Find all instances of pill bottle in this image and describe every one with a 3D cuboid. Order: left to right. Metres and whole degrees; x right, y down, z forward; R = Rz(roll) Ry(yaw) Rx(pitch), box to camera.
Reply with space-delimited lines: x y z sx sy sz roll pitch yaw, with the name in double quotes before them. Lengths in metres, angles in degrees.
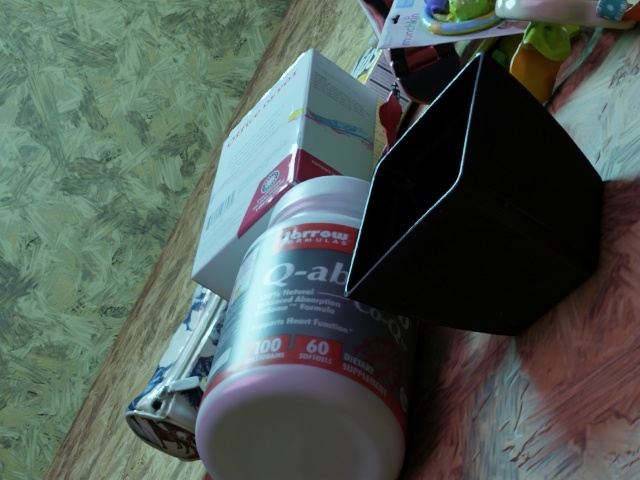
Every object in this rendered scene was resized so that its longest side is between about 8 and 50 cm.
"pill bottle" 0.000 0.101 1.365 0.210 0.210 0.363 -51 17 35

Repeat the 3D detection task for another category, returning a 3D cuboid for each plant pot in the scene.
"plant pot" 0.153 -0.024 1.158 0.188 0.167 0.187 -49 18 43

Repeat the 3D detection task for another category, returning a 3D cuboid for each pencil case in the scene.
"pencil case" -0.143 0.129 1.917 0.183 0.160 0.410 83 -151 -66

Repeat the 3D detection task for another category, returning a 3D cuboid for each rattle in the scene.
"rattle" 0.267 -0.196 1.311 0.200 0.130 0.142 22 94 50

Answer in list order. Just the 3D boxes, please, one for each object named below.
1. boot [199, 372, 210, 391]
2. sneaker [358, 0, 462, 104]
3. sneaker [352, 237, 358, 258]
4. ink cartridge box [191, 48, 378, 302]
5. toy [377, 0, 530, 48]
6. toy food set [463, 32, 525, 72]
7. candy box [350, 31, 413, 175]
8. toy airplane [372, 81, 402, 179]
"boot" -0.053 0.133 1.699 0.220 0.109 0.283 -65 16 -13
"sneaker" 0.099 -0.335 1.794 0.116 0.313 0.136 -20 3 -1
"sneaker" 0.134 -0.034 1.338 0.271 0.100 0.108 -43 -9 -27
"ink cartridge box" -0.042 -0.077 1.692 0.226 0.131 0.306 -42 24 34
"toy" 0.189 -0.288 1.478 0.137 0.237 0.056 -70 -27 -51
"toy food set" 0.194 -0.165 1.532 0.218 0.071 0.128 -55 -9 15
"candy box" 0.080 -0.213 1.963 0.316 0.088 0.183 -63 11 -5
"toy airplane" 0.097 -0.151 1.799 0.151 0.028 0.151 10 -90 -81
